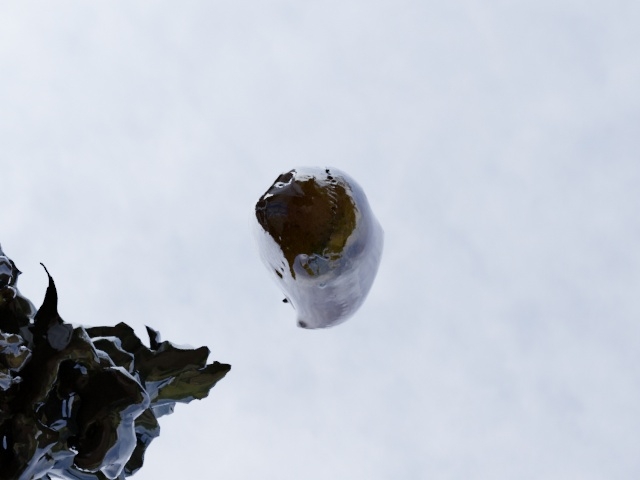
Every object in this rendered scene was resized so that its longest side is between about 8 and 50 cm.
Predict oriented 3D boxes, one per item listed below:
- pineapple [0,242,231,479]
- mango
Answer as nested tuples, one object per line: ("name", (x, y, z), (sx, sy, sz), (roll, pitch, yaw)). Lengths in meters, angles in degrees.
("pineapple", (-0.195, 0.048, 0.681), (0.223, 0.357, 0.223), (-13, -113, 35))
("mango", (0.000, 0.000, 0.768), (0.063, 0.127, 0.077), (-24, -101, -5))
